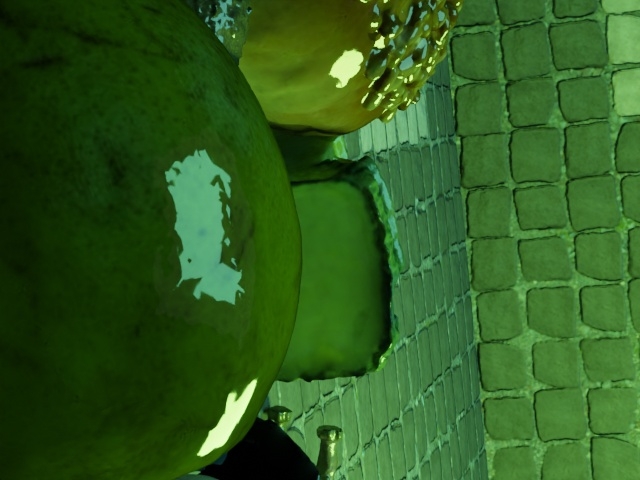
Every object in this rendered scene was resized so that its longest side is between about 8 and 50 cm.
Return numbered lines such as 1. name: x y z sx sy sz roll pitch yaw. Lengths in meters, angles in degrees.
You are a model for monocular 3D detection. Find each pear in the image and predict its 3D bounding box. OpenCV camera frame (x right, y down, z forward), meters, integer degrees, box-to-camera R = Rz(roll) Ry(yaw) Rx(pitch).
1. pear: -0.137 -0.014 0.983 0.253 0.253 0.307 4 74 -77

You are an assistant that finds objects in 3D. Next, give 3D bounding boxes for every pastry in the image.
1. pastry: -0.002 -0.288 1.606 0.409 0.245 0.410 -3 90 -71

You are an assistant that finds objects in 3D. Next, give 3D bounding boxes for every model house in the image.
1. model house: 0.000 0.000 1.711 0.211 0.170 0.194 -65 145 -66

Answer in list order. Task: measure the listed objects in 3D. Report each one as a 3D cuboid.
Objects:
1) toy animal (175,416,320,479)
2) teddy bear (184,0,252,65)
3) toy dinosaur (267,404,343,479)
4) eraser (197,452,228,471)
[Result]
1. toy animal: -0.081 0.226 1.370 0.179 0.138 0.166 -21 102 -68
2. teddy bear: -0.113 -0.147 1.364 0.182 0.129 0.251 24 62 -73
3. toy dinosaur: -0.022 0.259 1.791 0.251 0.072 0.200 -67 162 -87
4. eraser: -0.096 0.136 1.476 0.027 0.063 0.085 -28 114 -78
